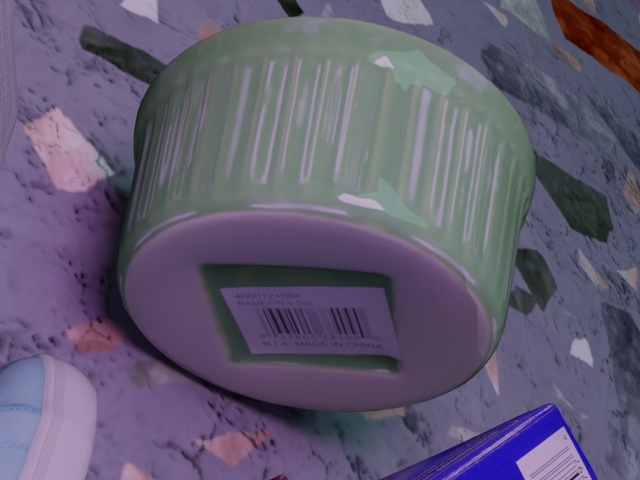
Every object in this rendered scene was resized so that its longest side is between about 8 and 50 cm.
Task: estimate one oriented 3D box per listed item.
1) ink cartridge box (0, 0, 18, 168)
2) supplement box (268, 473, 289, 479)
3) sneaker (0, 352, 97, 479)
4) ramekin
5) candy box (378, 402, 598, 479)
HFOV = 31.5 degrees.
[{"bbox_3d":[-0.251,-0.066,0.511,0.161,0.279,0.384,4,40,-7],"label":"ink cartridge box"},{"bbox_3d":[-0.030,0.221,0.818,0.083,0.043,0.055,57,35,1],"label":"supplement box"},{"bbox_3d":[-0.236,0.157,0.549,0.150,0.135,0.366,47,35,-17],"label":"sneaker"},{"bbox_3d":[0.000,0.000,0.820,0.303,0.303,0.148,33,48,-29],"label":"ramekin"},{"bbox_3d":[-0.033,0.222,0.577,0.268,0.317,0.122,-16,78,-53],"label":"candy box"}]
